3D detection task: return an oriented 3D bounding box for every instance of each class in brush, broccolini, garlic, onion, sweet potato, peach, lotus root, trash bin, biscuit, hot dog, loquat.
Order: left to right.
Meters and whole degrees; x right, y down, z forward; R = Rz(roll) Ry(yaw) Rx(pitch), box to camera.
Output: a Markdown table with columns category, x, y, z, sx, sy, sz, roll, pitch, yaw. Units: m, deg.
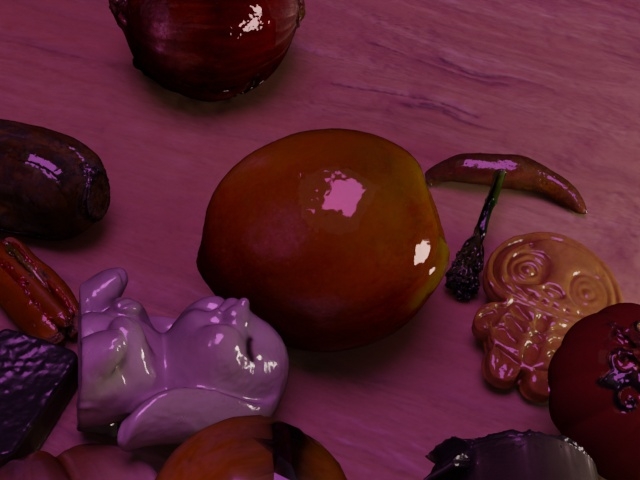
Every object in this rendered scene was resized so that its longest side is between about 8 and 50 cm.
| category | x | y | z | sx | sy | sz | roll | pitch | yaw |
| --- | --- | --- | --- | --- | --- | --- | --- | --- | --- |
| brush | -0.399 | 0.206 | 1.510 | 0.123 | 0.059 | 0.197 | 15 | 47 | 12 |
| lotus root | -0.440 | -0.091 | 1.741 | 0.275 | 0.160 | 0.152 | 15 | 23 | 12 |
| hot dog | -0.414 | 0.063 | 1.652 | 0.092 | 0.062 | 0.236 | -35 | 54 | -26 |
| garlic | -0.281 | 0.323 | 1.366 | 0.217 | 0.110 | 0.228 | -17 | 47 | -22 |
| onion | -0.178 | -0.406 | 1.965 | 0.341 | 0.341 | 0.341 | 1 | 45 | -1 |
| loquat | -0.077 | 0.305 | 1.300 | 0.235 | 0.235 | 0.235 | 1 | 45 | -1 |
| peach | 0.000 | 0.000 | 1.573 | 0.332 | 0.308 | 0.308 | -9 | 45 | 4 |
| broccolini | 0.231 | -0.017 | 1.732 | 0.051 | 0.054 | 0.239 | 35 | 55 | -18 |
| sweet potato | 0.292 | -0.100 | 1.835 | 0.255 | 0.058 | 0.078 | 13 | 62 | 8 |
| trash bin | 0.220 | 0.379 | 1.252 | 0.252 | 0.203 | 0.301 | 32 | 36 | -27 |
| biscuit | 0.308 | 0.096 | 1.629 | 0.202 | 0.044 | 0.288 | 26 | 48 | 10 |

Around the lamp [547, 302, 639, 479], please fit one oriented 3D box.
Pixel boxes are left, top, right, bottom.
| category | x | y | z | sx | sy | sz | roll | pitch | yaw |
| --- | --- | --- | --- | --- | --- | --- | --- | --- | --- |
| lamp | 0.387 | 0.184 | 1.432 | 0.227 | 0.227 | 0.227 | 1 | 45 | -1 |

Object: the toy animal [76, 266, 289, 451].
| category | x | y | z | sx | sy | sz | roll | pitch | yaw |
| --- | --- | --- | --- | --- | --- | --- | --- | --- | --- |
| toy animal | -0.173 | 0.160 | 1.484 | 0.265 | 0.206 | 0.271 | 3 | 21 | -15 |
